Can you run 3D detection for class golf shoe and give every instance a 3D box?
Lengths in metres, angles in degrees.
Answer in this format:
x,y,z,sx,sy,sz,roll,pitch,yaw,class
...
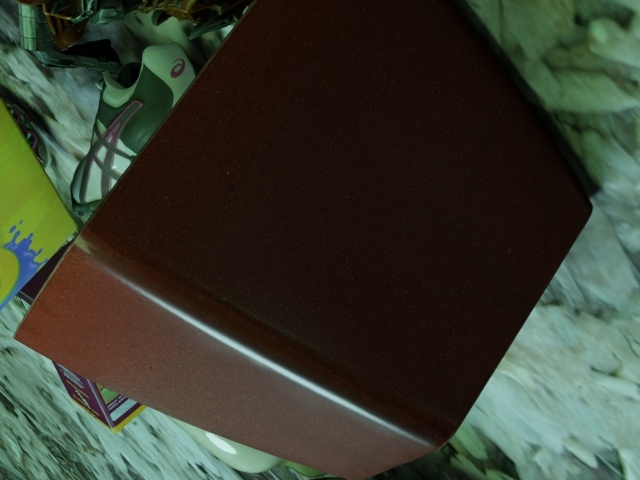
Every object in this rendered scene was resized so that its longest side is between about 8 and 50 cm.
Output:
x,y,z,sx,sy,sz,roll,pitch,yaw,class
-0.136,-0.083,1.415,0.273,0.105,0.120,-9,98,64,golf shoe
-0.323,-0.112,1.742,0.186,0.067,0.086,34,-177,27,golf shoe

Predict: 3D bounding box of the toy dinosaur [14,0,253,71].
x,y,z,sx,sy,sz,roll,pitch,yaw,class
-0.145,-0.205,1.013,0.164,0.218,0.322,21,-169,22,toy dinosaur

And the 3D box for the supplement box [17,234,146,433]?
x,y,z,sx,sy,sz,roll,pitch,yaw,class
-0.224,0.093,1.826,0.081,0.104,0.188,31,152,37,supplement box

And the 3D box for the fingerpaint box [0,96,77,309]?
x,y,z,sx,sy,sz,roll,pitch,yaw,class
-0.406,-0.144,1.341,0.371,0.163,0.445,38,167,19,fingerpaint box

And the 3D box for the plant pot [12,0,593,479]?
x,y,z,sx,sy,sz,roll,pitch,yaw,class
0.000,0.000,1.079,0.236,0.267,0.267,37,159,-4,plant pot

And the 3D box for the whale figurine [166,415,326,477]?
x,y,z,sx,sy,sz,roll,pitch,yaw,class
-0.054,0.120,1.566,0.216,0.141,0.272,35,179,30,whale figurine

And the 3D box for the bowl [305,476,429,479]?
x,y,z,sx,sy,sz,roll,pitch,yaw,class
0.069,0.301,1.558,0.289,0.156,0.289,39,157,20,bowl
